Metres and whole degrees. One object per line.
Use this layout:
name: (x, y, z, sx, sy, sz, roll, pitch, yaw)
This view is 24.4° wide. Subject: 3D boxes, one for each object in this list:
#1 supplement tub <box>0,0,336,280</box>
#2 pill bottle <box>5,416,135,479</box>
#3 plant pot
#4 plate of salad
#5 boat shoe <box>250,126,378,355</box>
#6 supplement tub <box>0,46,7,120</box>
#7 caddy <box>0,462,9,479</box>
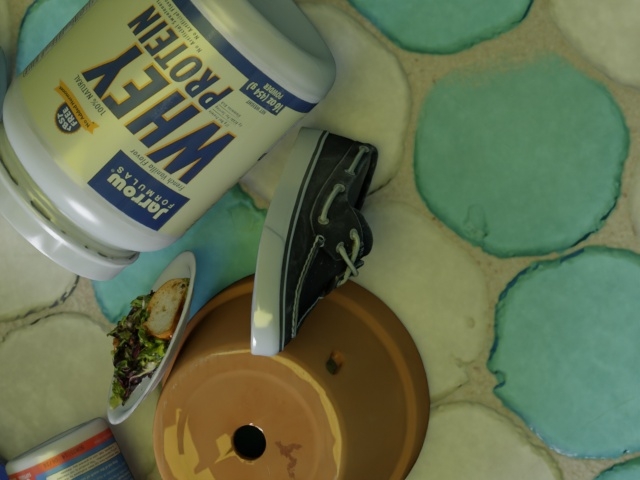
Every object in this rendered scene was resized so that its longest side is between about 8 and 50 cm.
supplement tub: (-0.170, -0.138, 1.500, 0.325, 0.235, 0.235, -44, 86, 15)
pill bottle: (-0.247, 0.319, 1.634, 0.124, 0.124, 0.221, -26, 90, 16)
plant pot: (-0.047, 0.183, 1.528, 0.291, 0.203, 0.290, 2, 97, 14)
plate of salad: (-0.187, 0.098, 1.559, 0.048, 0.200, 0.199, 25, 104, -19)
boat shoe: (0.000, 0.000, 1.464, 0.102, 0.301, 0.108, 10, 130, 5)
supplement tub: (-0.518, -0.160, 1.578, 0.316, 0.228, 0.228, 16, 101, 3)
caddy: (-0.463, 0.340, 1.648, 0.341, 0.179, 0.241, 38, 105, 13)
